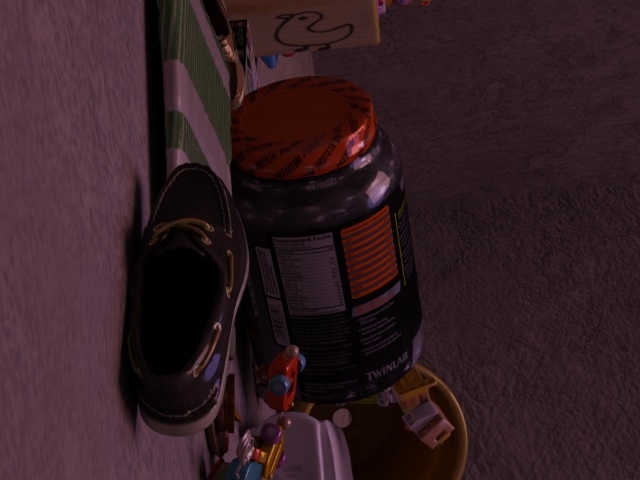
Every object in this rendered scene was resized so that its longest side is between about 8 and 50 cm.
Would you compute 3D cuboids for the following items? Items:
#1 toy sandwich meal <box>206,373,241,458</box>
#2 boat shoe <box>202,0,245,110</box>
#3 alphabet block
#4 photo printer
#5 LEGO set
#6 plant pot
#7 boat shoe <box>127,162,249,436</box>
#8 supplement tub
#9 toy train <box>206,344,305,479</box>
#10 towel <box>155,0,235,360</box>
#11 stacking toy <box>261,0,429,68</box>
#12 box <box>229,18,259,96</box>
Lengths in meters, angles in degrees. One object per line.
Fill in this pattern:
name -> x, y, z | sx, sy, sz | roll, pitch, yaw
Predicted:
toy sandwich meal -> -0.089, 0.163, 1.350 | 0.085, 0.029, 0.085 | -6, 90, -87
boat shoe -> -0.112, -0.200, 1.499 | 0.045, 0.050, 0.135 | 58, 16, -75
alphabet block -> -0.029, -0.365, 1.894 | 0.192, 0.197, 0.193 | 65, 19, -78
photo printer -> -0.013, 0.335, 1.682 | 0.307, 0.107, 0.256 | 67, 17, -78
LEGO set -> 0.066, 0.190, 1.731 | 0.132, 0.287, 0.107 | -43, 132, -35
plant pot -> 0.060, 0.279, 2.109 | 0.239, 0.254, 0.254 | -166, -110, -76
boat shoe -> -0.095, 0.027, 1.042 | 0.068, 0.081, 0.227 | 86, 3, -53
supplement tub -> 0.000, 0.000, 1.619 | 0.207, 0.207, 0.338 | -91, 173, -55
toy train -> -0.062, 0.171, 1.308 | 0.166, 0.046, 0.125 | -54, 152, -58
towel -> -0.116, -0.071, 1.299 | 0.248, 0.038, 0.325 | 73, 14, -68
stacking toy -> 0.041, -0.376, 2.215 | 0.165, 0.302, 0.175 | -91, 175, -58
box -> -0.098, -0.163, 1.726 | 0.207, 0.036, 0.114 | -92, 175, -49
